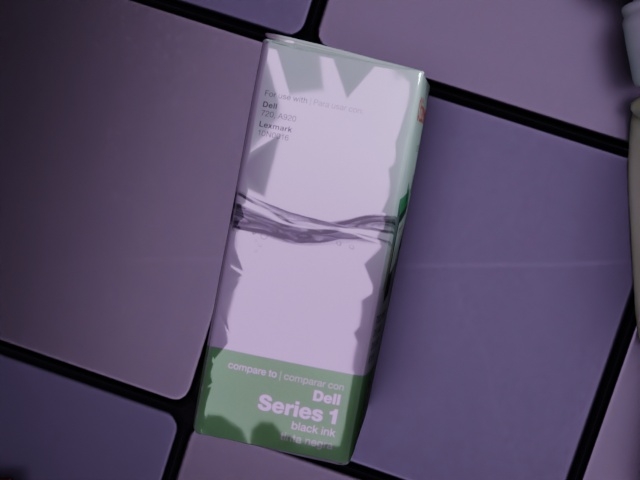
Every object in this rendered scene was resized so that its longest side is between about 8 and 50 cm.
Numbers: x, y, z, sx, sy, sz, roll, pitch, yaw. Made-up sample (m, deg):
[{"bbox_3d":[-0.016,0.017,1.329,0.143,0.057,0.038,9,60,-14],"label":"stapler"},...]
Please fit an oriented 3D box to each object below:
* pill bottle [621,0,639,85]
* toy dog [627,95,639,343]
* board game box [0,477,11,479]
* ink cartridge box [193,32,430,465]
[{"bbox_3d":[0.217,-0.236,0.734,0.161,0.161,0.283,-10,93,7],"label":"pill bottle"},{"bbox_3d":[0.388,0.078,0.679,0.408,0.284,0.395,-4,94,5],"label":"toy dog"},{"bbox_3d":[-0.299,0.238,0.887,0.194,0.045,0.146,-3,93,7],"label":"board game box"},{"bbox_3d":[0.000,0.000,0.776,0.093,0.160,0.219,12,96,5],"label":"ink cartridge box"}]
